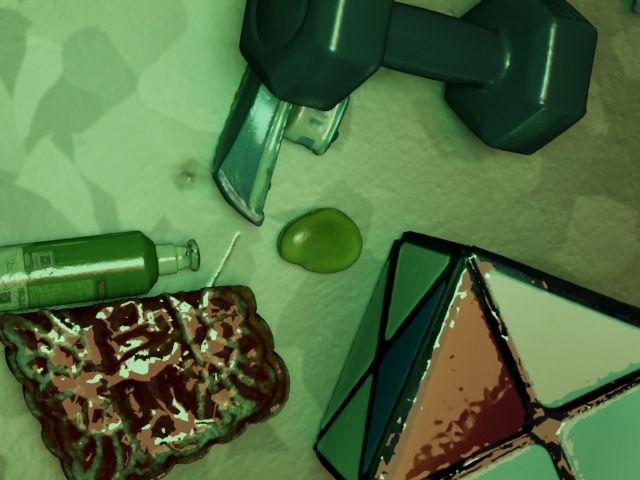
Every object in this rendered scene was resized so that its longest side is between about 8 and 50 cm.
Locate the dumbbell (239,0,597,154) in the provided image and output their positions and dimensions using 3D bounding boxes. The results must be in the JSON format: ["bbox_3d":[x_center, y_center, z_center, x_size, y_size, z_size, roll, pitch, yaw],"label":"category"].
[{"bbox_3d":[0.091,-0.175,1.383,0.325,0.144,0.160,8,90,-38],"label":"dumbbell"}]

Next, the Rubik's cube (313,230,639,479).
[{"bbox_3d":[0.162,0.145,1.417,0.248,0.246,0.250,22,89,-12],"label":"Rubik's cube"}]

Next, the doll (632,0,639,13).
[{"bbox_3d":[0.354,-0.266,1.524,0.206,0.067,0.110,11,100,-22],"label":"doll"}]

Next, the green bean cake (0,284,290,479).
[{"bbox_3d":[-0.157,0.113,1.427,0.232,0.097,0.198,-23,98,-9],"label":"green bean cake"}]

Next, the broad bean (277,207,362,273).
[{"bbox_3d":[0.000,0.000,1.480,0.083,0.045,0.063,1,95,-19],"label":"broad bean"}]

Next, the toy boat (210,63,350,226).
[{"bbox_3d":[-0.025,-0.115,1.445,0.102,0.088,0.215,23,88,-15],"label":"toy boat"}]

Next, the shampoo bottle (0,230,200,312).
[{"bbox_3d":[-0.211,0.026,1.427,0.204,0.065,0.065,-7,95,-11],"label":"shampoo bottle"}]
